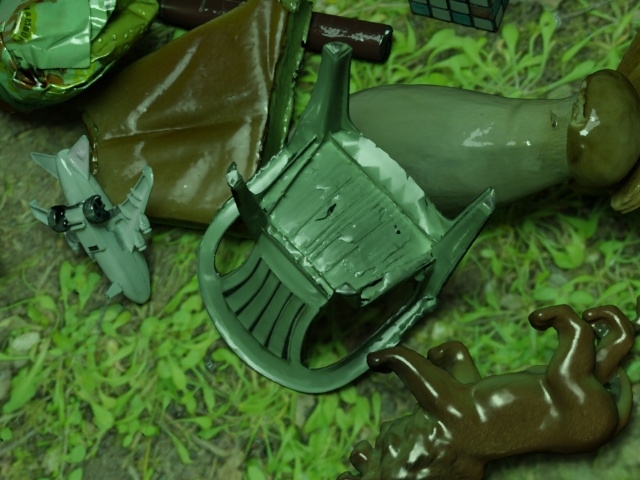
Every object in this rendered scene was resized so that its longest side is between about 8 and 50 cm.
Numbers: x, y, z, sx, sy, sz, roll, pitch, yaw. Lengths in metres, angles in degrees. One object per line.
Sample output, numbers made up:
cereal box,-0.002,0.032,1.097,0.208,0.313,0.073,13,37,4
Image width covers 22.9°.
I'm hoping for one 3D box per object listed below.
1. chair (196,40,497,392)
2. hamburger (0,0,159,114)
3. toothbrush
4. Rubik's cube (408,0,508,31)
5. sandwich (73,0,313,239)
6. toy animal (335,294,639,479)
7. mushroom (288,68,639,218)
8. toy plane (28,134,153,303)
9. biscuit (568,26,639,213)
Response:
chair,0.000,0.000,1.349,0.190,0.274,0.203,-42,79,-16
hamburger,-0.232,-0.217,1.530,0.235,0.125,0.214,-44,24,-25
toothbrush,-0.101,-0.227,1.592,0.364,0.041,0.041,12,70,16
Rubik's cube,0.138,-0.271,1.531,0.092,0.092,0.092,17,71,18
sandwich,-0.135,-0.134,1.524,0.212,0.063,0.245,8,77,15
toy animal,0.154,0.150,1.354,0.312,0.097,0.157,-14,77,3
mushroom,0.122,-0.085,1.415,0.350,0.128,0.128,-4,64,35
toy plane,-0.205,-0.014,1.468,0.162,0.065,0.171,-13,105,39
biscuit,0.290,-0.115,1.419,0.162,0.035,0.250,-33,30,40
